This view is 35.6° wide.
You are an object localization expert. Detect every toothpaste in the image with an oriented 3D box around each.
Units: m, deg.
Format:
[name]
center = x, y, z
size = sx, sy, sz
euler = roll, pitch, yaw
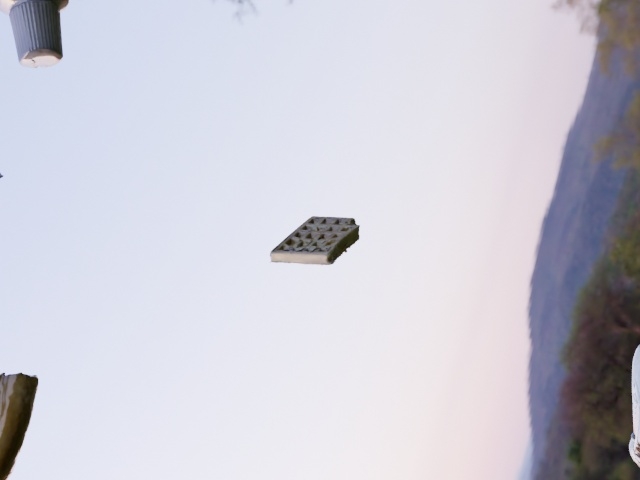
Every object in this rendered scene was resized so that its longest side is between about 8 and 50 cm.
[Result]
[toothpaste]
center = -0.297, -0.303, 0.989
size = 0.099, 0.068, 0.282
euler = 9, -117, -52

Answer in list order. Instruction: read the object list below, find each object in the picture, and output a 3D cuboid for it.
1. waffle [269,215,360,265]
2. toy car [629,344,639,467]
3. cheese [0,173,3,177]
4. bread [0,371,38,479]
[waffle]
center = 0.000, 0.000, 1.287
size = 0.135, 0.092, 0.021
euler = -42, -52, -57
[toy car]
center = 0.319, 0.166, 0.883
size = 0.056, 0.095, 0.204
euler = -34, -45, -26
[cheese]
center = -0.350, 0.032, 0.875
size = 0.037, 0.106, 0.256
euler = 71, -160, -48
[bread]
center = -0.268, 0.143, 0.756
size = 0.136, 0.154, 0.054
euler = -37, -21, 5
